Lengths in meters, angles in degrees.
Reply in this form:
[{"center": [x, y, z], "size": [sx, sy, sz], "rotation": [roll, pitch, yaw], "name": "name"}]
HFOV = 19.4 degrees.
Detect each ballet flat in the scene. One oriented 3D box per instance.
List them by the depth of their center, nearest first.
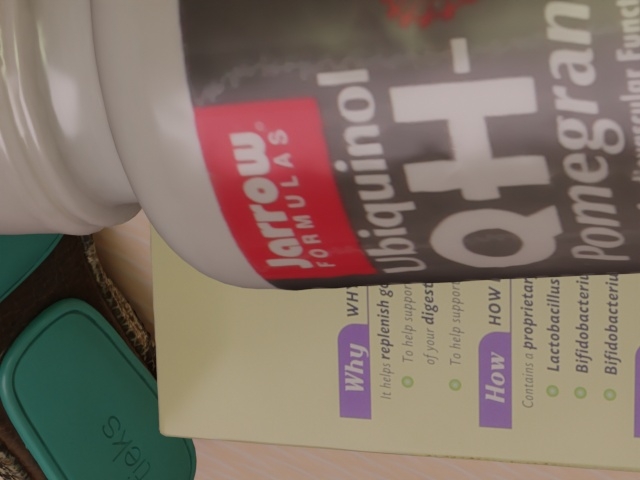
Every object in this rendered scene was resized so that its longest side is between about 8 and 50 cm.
[{"center": [-0.207, 0.015, 1.077], "size": [0.182, 0.164, 0.483], "rotation": [30, 154, 31], "name": "ballet flat"}]

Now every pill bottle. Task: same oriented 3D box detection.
[{"center": [0.037, -0.074, 0.575], "size": [0.319, 0.176, 0.176], "rotation": [-3, 139, 17], "name": "pill bottle"}]

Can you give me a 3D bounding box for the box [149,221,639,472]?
[{"center": [0.062, -0.033, 0.738], "size": [0.243, 0.117, 0.213], "rotation": [2, 106, 15], "name": "box"}]
